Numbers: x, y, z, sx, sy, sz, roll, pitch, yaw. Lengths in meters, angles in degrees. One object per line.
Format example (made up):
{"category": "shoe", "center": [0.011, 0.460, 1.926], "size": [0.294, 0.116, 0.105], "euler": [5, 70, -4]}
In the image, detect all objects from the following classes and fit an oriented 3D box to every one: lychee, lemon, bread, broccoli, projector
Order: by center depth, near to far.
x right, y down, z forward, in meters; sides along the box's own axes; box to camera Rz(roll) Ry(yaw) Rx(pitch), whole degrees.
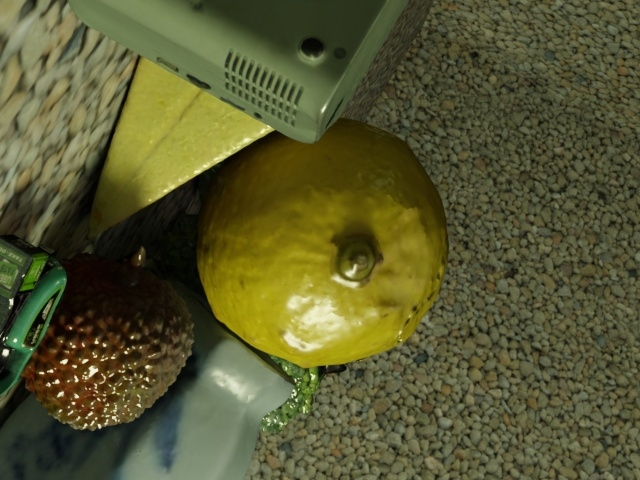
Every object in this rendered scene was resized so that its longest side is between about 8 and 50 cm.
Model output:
{"category": "projector", "center": [-0.023, -0.219, 0.767], "size": [0.250, 0.198, 0.108], "euler": [-59, 177, -14]}
{"category": "lychee", "center": [-0.196, 0.080, 1.035], "size": [0.165, 0.165, 0.197], "euler": [-51, 163, -70]}
{"category": "bread", "center": [-0.140, -0.141, 1.055], "size": [0.264, 0.163, 0.167], "euler": [-28, -168, 24]}
{"category": "lemon", "center": [-0.001, 0.000, 1.132], "size": [0.260, 0.261, 0.284], "euler": [-59, -177, -23]}
{"category": "broccoli", "center": [-0.130, 0.120, 1.444], "size": [0.277, 0.338, 0.317], "euler": [-33, -161, -1]}

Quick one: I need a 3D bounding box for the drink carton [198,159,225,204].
{"category": "drink carton", "center": [-0.023, -0.058, 1.494], "size": [0.161, 0.271, 0.108], "euler": [107, 8, -68]}

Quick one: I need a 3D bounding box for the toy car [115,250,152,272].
{"category": "toy car", "center": [-0.234, 0.060, 1.196], "size": [0.142, 0.055, 0.069], "euler": [-47, 178, 11]}

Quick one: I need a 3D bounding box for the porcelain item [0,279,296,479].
{"category": "porcelain item", "center": [-0.219, 0.247, 1.187], "size": [0.405, 0.242, 0.178], "euler": [-48, 136, -4]}

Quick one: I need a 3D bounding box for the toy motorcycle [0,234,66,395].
{"category": "toy motorcycle", "center": [-0.263, 0.077, 0.911], "size": [0.173, 0.058, 0.100], "euler": [-62, 169, 8]}
